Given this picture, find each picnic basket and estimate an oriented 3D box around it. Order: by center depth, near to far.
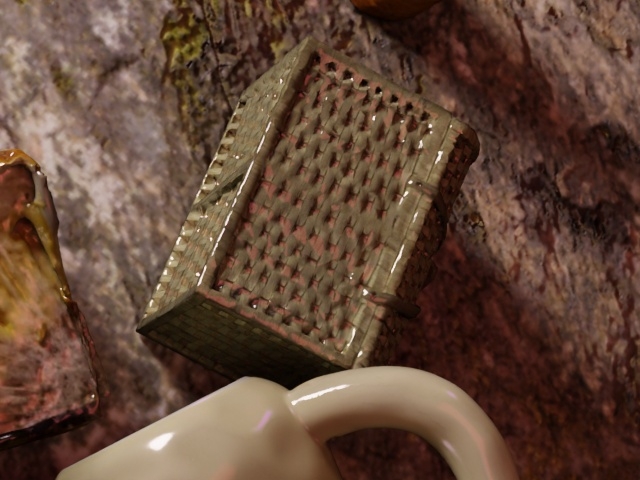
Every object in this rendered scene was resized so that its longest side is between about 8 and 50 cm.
[{"bbox_3d":[0.000,0.000,1.278,0.154,0.134,0.196,28,66,-14],"label":"picnic basket"}]

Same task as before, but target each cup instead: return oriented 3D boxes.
[{"bbox_3d":[-0.023,0.182,1.155,0.173,0.255,0.202,-24,86,-58],"label":"cup"}]

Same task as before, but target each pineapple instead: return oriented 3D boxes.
[{"bbox_3d":[-0.217,0.060,1.197,0.186,0.114,0.236,26,77,-15],"label":"pineapple"}]

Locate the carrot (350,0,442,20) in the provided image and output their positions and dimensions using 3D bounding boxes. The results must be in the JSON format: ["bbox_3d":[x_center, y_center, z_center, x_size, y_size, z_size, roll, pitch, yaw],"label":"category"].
[{"bbox_3d":[0.083,-0.193,1.329,0.072,0.205,0.072,1,88,-24],"label":"carrot"}]
